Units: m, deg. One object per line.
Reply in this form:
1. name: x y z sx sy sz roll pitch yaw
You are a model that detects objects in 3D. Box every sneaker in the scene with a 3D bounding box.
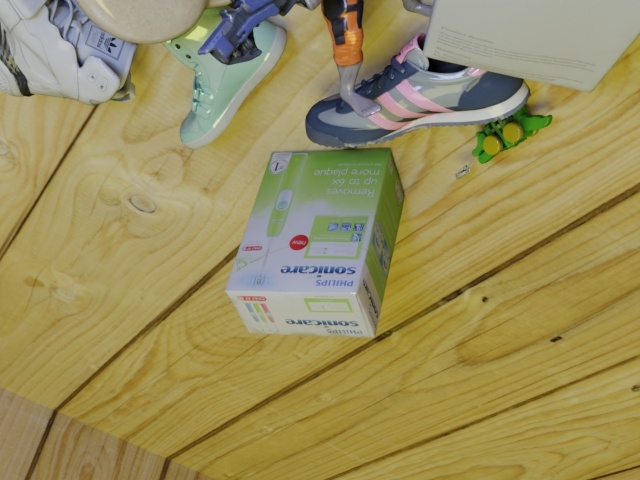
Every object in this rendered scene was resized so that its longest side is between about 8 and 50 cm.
1. sneaker: -0.175 -0.242 1.266 0.151 0.094 0.256 25 134 -23
2. sneaker: -0.357 -0.316 1.206 0.210 0.137 0.366 13 150 2
3. sneaker: 0.111 -0.216 1.202 0.319 0.112 0.131 -10 132 21

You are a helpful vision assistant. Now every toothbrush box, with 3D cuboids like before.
1. toothbrush box: 0.000 0.000 1.374 0.206 0.283 0.122 0 143 21

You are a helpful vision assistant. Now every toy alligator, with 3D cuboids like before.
1. toy alligator: 0.251 -0.149 1.284 0.189 0.056 0.051 -32 82 47

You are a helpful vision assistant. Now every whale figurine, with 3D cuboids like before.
1. whale figurine: -0.181 -0.365 1.053 0.272 0.141 0.216 -48 125 6

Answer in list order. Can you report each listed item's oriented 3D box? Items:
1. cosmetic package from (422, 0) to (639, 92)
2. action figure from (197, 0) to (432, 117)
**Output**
1. cosmetic package: 0.233 -0.298 0.874 0.217 0.156 0.385 13 168 1
2. action figure: -0.019 -0.299 1.015 0.178 0.341 0.330 26 158 53
